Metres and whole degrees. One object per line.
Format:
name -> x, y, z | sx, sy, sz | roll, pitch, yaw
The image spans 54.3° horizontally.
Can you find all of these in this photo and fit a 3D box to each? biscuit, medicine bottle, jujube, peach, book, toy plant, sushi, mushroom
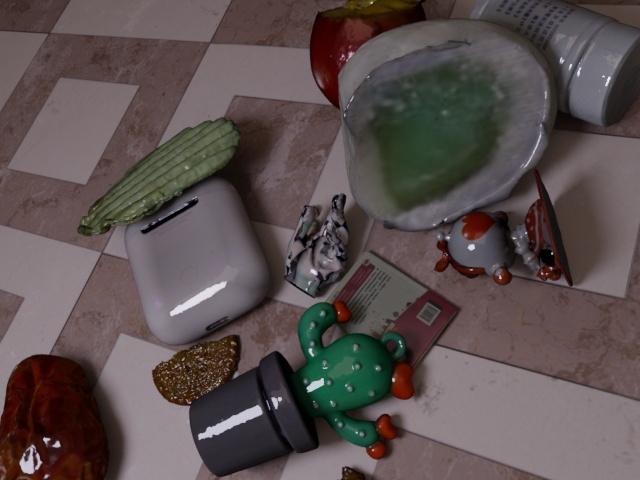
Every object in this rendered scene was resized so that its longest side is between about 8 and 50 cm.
biscuit -> -0.256, 0.277, 1.296 | 0.206, 0.025, 0.126 | -25, 58, 9
medicine bottle -> 0.467, -0.374, 1.244 | 0.332, 0.190, 0.190 | 37, 82, 32
jujube -> -0.549, 0.380, 1.272 | 0.216, 0.216, 0.342 | -34, 45, 3
peach -> 0.112, -0.443, 1.373 | 0.280, 0.281, 0.339 | -1, 64, 21
book -> 0.127, 0.137, 1.217 | 0.231, 0.022, 0.162 | 33, 78, 32
toy plant -> -0.028, 0.267, 1.121 | 0.399, 0.185, 0.280 | -24, 49, 2
sushi -> 0.050, 0.433, 1.060 | 0.060, 0.118, 0.062 | 3, 100, -3
mushroom -> -0.026, -0.029, 1.366 | 0.049, 0.019, 0.101 | 7, 69, 25

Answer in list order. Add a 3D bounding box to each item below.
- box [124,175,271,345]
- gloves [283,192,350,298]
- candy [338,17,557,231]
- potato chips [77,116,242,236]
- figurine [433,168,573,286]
box -> -0.273, 0.036, 1.358 | 0.288, 0.141, 0.349 | -30, 57, 6
gloves -> 0.007, 0.005, 1.287 | 0.212, 0.111, 0.127 | -57, 35, -9
candy -> 0.236, -0.231, 1.198 | 0.426, 0.387, 0.186 | -18, 20, 13
potato chips -> -0.373, -0.148, 1.447 | 0.429, 0.070, 0.358 | -36, 27, -5
figurine -> 0.318, 0.007, 1.148 | 0.226, 0.160, 0.184 | -16, 59, 24
